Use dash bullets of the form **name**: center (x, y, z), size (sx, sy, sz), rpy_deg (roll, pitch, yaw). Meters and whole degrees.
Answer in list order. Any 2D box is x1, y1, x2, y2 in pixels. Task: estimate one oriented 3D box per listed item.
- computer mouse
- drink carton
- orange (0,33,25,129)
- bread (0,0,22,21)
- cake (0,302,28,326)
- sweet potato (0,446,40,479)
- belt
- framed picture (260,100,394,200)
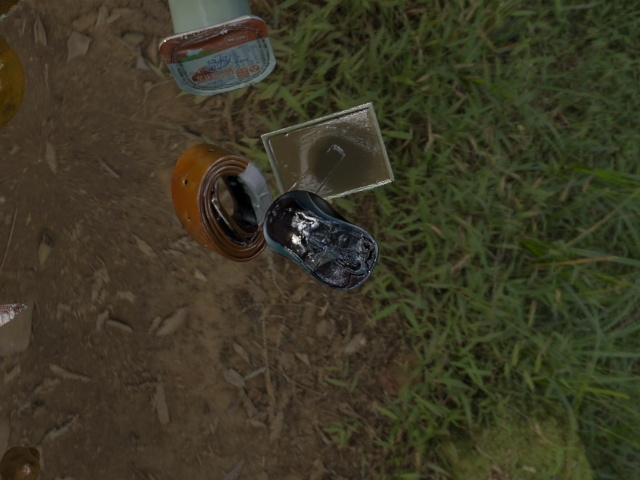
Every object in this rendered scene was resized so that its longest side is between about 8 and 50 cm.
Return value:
- **computer mouse**: center (0.000, 0.000, 1.399), size (0.233, 0.096, 0.137), rpy_deg (29, 102, -1)
- **drink carton**: center (-0.196, -0.389, 1.329), size (0.185, 0.191, 0.190), rpy_deg (-19, 68, 1)
- **orange**: center (-0.636, -0.284, 1.286), size (0.240, 0.171, 0.240), rpy_deg (-13, 112, -34)
- **bread**: center (-0.300, -0.319, 0.646), size (0.210, 0.109, 0.192), rpy_deg (-53, 150, -16)
- **cake**: center (-0.746, 0.164, 1.505), size (0.287, 0.098, 0.135), rpy_deg (-20, 91, -23)
- **sweet potato**: center (-0.324, 0.241, 0.797), size (0.044, 0.179, 0.044), rpy_deg (5, 77, -22)
- **belt**: center (-0.188, -0.075, 1.468), size (0.184, 0.105, 0.261), rpy_deg (-55, 141, -17)
- **framed picture**: center (0.017, -0.187, 1.684), size (0.265, 0.018, 0.192), rpy_deg (-15, 104, 11)
